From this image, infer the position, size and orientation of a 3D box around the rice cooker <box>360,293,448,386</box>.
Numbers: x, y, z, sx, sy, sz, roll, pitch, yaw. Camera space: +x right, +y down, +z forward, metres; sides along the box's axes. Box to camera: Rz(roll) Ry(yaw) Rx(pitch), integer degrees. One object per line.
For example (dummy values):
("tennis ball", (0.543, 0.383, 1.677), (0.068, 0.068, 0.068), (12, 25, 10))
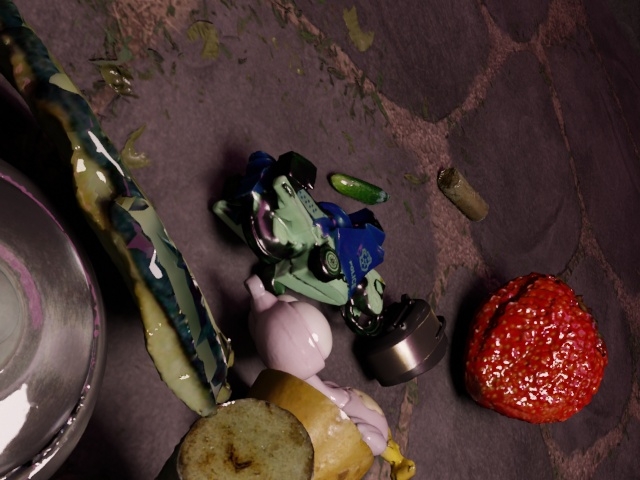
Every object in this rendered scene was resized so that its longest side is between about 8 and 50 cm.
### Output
("rice cooker", (0.133, 0.159, 1.192), (0.106, 0.112, 0.165), (56, 37, -14))

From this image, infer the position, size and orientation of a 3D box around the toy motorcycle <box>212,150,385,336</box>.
("toy motorcycle", (0.000, 0.000, 1.079), (0.331, 0.125, 0.196), (41, 42, -39))

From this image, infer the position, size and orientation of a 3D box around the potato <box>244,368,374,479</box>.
("potato", (-0.047, 0.269, 0.911), (0.178, 0.203, 0.158), (37, 70, 9))

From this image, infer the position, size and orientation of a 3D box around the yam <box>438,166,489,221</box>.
("yam", (0.286, -0.089, 1.505), (0.132, 0.054, 0.054), (40, 50, -37))

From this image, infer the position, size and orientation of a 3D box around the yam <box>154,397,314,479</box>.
("yam", (-0.110, 0.281, 0.737), (0.154, 0.254, 0.154), (19, 36, -14))

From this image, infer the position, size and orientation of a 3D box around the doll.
("doll", (0.002, 0.186, 1.006), (0.094, 0.160, 0.365), (-35, 116, -6))

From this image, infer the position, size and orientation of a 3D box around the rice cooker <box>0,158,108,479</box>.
("rice cooker", (-0.309, 0.074, 0.537), (0.264, 0.316, 0.317), (-28, 100, -51))

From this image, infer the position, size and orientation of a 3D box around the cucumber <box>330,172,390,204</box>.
("cucumber", (0.073, -0.081, 1.257), (0.155, 0.037, 0.037), (15, 67, -47))

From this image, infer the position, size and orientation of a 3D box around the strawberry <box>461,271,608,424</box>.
("strawberry", (0.374, 0.200, 1.385), (0.288, 0.250, 0.238), (-24, 105, -25))

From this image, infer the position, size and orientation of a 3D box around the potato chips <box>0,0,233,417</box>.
("potato chips", (-0.197, -0.033, 0.703), (0.070, 0.358, 0.429), (-33, 120, -10))
